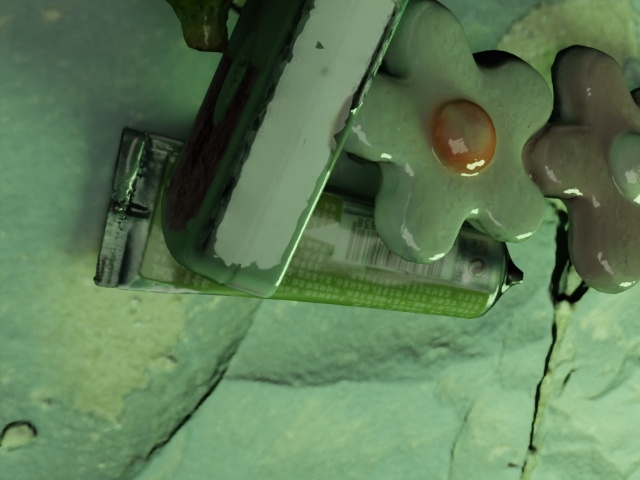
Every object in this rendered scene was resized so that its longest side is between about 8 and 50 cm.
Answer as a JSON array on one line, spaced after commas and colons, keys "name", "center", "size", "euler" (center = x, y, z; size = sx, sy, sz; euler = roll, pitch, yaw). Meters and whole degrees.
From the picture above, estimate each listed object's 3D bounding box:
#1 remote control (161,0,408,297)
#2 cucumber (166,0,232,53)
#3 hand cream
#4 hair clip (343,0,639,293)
[{"name": "remote control", "center": [0.016, -0.143, 0.509], "size": [0.050, 0.145, 0.344], "euler": [22, 98, -16]}, {"name": "cucumber", "center": [-0.052, -0.200, 0.483], "size": [0.134, 0.134, 0.244], "euler": [-7, 116, -18]}, {"name": "hand cream", "center": [0.000, 0.000, 0.631], "size": [0.235, 0.055, 0.086], "euler": [9, 101, -16]}, {"name": "hair clip", "center": [0.112, -0.046, 0.629], "size": [0.257, 0.075, 0.146], "euler": [8, 70, -21]}]
